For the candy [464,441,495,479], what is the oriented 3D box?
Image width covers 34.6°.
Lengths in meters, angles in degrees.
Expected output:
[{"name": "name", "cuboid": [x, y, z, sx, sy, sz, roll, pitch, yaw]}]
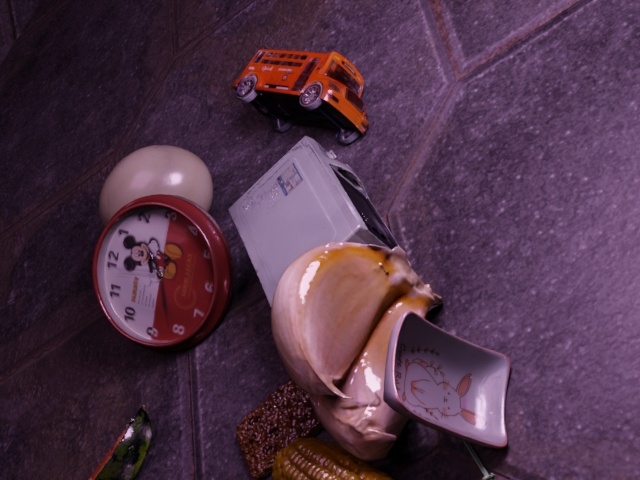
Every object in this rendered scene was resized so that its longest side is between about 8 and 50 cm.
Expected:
[{"name": "candy", "cuboid": [0.238, 0.338, 1.458, 0.055, 0.049, 0.185, -19, 35, -7]}]

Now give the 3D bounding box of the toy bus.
[{"name": "toy bus", "cuboid": [-0.026, -0.306, 2.109, 0.329, 0.143, 0.153, 17, 74, 50]}]

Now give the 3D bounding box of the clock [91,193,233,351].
[{"name": "clock", "cuboid": [-0.316, 0.065, 2.061, 0.318, 0.080, 0.319, 2, 95, 24]}]

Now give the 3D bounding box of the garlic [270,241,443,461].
[{"name": "garlic", "cuboid": [0.054, 0.162, 1.587, 0.249, 0.286, 0.313, 11, 58, 26]}]

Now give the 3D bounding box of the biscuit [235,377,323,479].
[{"name": "biscuit", "cuboid": [-0.048, 0.296, 1.765, 0.237, 0.026, 0.131, -43, 42, 12]}]

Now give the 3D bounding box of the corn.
[{"name": "corn", "cuboid": [0.057, 0.388, 1.527, 0.363, 0.120, 0.120, 16, 73, 46]}]

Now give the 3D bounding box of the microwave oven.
[{"name": "microwave oven", "cuboid": [0.000, 0.000, 1.821, 0.237, 0.181, 0.295, -43, 40, 13]}]

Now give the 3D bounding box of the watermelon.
[{"name": "watermelon", "cuboid": [-0.399, 0.433, 1.980, 0.245, 0.063, 0.119, -57, 21, 2]}]

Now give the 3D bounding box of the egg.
[{"name": "egg", "cuboid": [-0.350, -0.091, 2.196, 0.269, 0.219, 0.219, -27, 45, 19]}]

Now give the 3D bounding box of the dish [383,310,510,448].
[{"name": "dish", "cuboid": [0.173, 0.209, 1.488, 0.077, 0.212, 0.151, -33, 40, 47]}]
